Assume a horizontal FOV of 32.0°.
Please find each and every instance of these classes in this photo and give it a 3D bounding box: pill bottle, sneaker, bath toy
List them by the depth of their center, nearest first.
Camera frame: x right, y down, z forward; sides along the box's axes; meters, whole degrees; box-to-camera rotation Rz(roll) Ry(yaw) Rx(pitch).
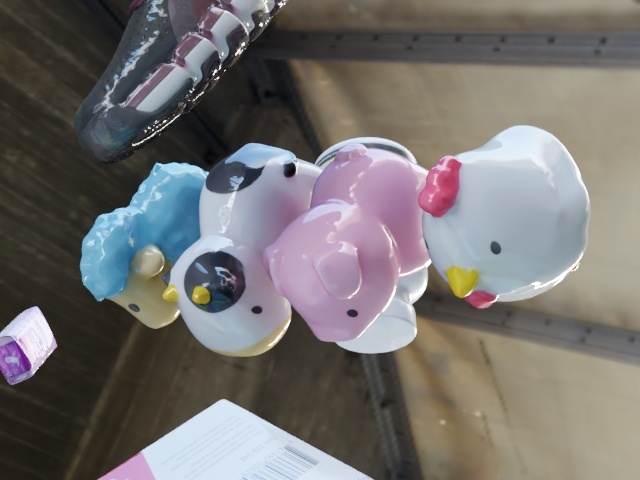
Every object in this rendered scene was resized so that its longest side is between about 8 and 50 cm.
[{"bbox_3d":[-0.093,-0.187,0.679,0.162,0.106,0.281,41,-113,-8],"label":"sneaker"},{"bbox_3d":[0.000,0.000,0.730,0.129,0.348,0.151,9,-101,-51],"label":"bath toy"},{"bbox_3d":[0.045,0.005,1.022,0.103,0.103,0.184,36,-138,-45],"label":"pill bottle"}]

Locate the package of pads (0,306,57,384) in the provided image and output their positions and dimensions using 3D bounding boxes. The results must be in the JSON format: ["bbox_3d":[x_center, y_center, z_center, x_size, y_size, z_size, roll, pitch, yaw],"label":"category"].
[{"bbox_3d":[-0.298,0.105,1.125,0.050,0.032,0.083,64,-167,-13],"label":"package of pads"}]

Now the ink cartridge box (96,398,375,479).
[{"bbox_3d":[-0.027,0.266,0.798,0.226,0.306,0.131,-25,-47,-51],"label":"ink cartridge box"}]
